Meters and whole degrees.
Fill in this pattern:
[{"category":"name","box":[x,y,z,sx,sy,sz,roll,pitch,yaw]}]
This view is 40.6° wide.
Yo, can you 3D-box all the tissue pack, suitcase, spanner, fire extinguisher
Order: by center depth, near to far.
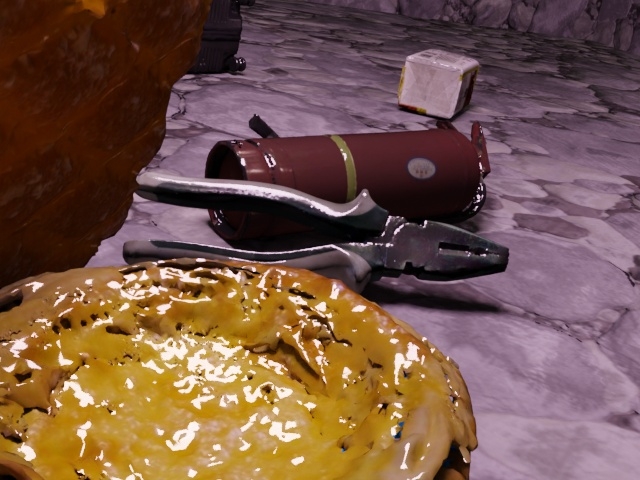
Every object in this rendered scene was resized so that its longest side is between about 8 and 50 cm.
[{"category":"spanner","box":[0.000,0.000,0.732,0.325,0.095,0.040,6,-23,-4]},{"category":"fire extinguisher","box":[0.050,-0.075,0.892,0.341,0.105,0.141,-8,71,-32]},{"category":"tissue pack","box":[0.210,-0.279,1.535,0.106,0.099,0.149,18,22,16]},{"category":"suitcase","box":[-0.315,-0.410,1.569,0.335,0.152,0.230,26,25,38]}]

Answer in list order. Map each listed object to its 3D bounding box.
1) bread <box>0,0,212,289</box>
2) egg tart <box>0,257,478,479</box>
[{"category":"bread","box":[-0.236,-0.087,0.531,0.207,0.279,0.279,30,25,6]},{"category":"egg tart","box":[-0.064,0.099,0.424,0.291,0.107,0.291,8,26,-4]}]
